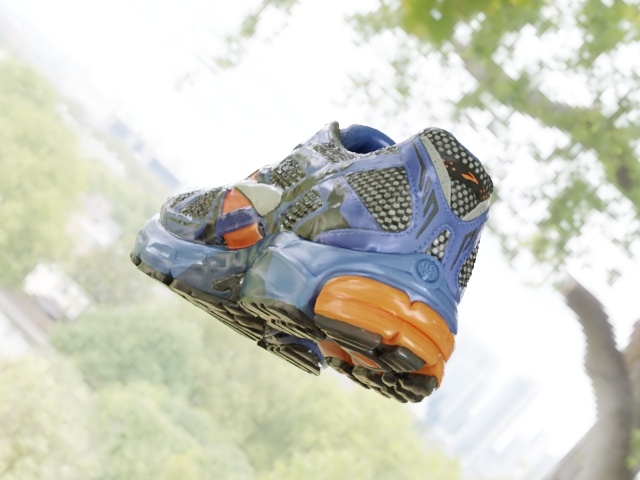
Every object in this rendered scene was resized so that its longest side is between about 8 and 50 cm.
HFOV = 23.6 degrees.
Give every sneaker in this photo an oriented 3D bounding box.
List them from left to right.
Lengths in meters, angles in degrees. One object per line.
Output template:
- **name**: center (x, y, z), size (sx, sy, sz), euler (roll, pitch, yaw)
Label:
- **sneaker**: center (0.000, 0.000, 0.571), size (0.083, 0.087, 0.221), euler (36, -11, -25)
